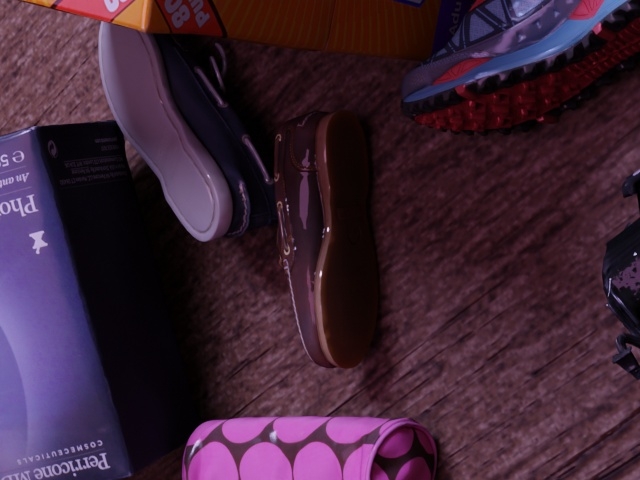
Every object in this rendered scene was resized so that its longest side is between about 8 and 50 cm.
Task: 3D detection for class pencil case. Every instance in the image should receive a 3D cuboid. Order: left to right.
[{"bbox_3d":[-0.011,0.192,1.253,0.209,0.095,0.098,-8,56,38],"label":"pencil case"}]

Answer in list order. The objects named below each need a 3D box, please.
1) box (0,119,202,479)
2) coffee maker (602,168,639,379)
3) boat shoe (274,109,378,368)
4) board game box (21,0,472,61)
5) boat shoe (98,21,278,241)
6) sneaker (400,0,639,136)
[{"bbox_3d":[-0.295,0.076,1.335,0.296,0.183,0.294,-15,92,17],"label":"box"},{"bbox_3d":[0.276,0.000,0.975,0.178,0.120,0.171,-44,22,31],"label":"coffee maker"},{"bbox_3d":[0.000,0.000,1.250,0.073,0.073,0.207,-6,81,40],"label":"boat shoe"},{"bbox_3d":[-0.101,-0.343,1.130,0.356,0.356,0.356,18,103,35],"label":"board game box"},{"bbox_3d":[-0.111,-0.108,1.321,0.254,0.079,0.095,56,138,32],"label":"boat shoe"},{"bbox_3d":[0.166,-0.166,1.111,0.262,0.104,0.125,-27,61,30],"label":"sneaker"}]
